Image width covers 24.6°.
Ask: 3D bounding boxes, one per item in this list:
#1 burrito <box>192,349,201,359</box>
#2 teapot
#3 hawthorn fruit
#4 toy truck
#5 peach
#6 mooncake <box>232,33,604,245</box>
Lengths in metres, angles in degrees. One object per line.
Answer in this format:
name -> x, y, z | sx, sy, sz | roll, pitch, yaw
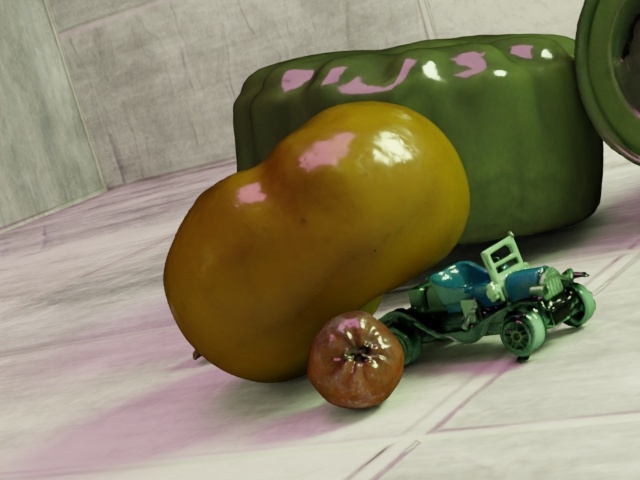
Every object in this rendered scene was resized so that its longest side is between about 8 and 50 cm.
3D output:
burrito -> -0.034, 0.059, 1.311 | 0.185, 0.041, 0.045 | -22, 12, -31
teapot -> 0.394, -0.152, 1.329 | 0.337, 0.200, 0.270 | -9, -42, -43
hawthorn fruit -> 0.023, 0.088, 0.996 | 0.066, 0.067, 0.103 | -17, -18, -4
toy truck -> 0.108, 0.040, 1.034 | 0.154, 0.078, 0.080 | -9, 10, 45
peach -> 0.000, 0.000, 1.097 | 0.251, 0.153, 0.251 | -36, -2, -1
mooncake -> 0.093, -0.095, 1.394 | 0.356, 0.194, 0.356 | -8, 3, 0
